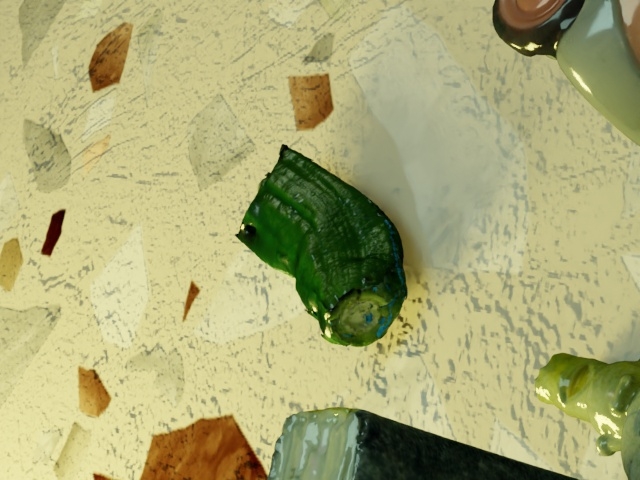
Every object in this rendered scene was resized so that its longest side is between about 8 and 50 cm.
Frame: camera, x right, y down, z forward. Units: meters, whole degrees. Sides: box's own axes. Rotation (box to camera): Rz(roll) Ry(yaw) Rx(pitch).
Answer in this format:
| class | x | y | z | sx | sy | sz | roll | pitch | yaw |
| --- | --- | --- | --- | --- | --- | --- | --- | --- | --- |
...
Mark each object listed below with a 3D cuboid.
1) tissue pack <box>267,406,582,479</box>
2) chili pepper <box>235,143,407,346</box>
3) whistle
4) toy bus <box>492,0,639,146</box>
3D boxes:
| class | x | y | z | sx | sy | sz | roll | pitch | yaw |
| --- | --- | --- | --- | --- | --- | --- | --- | --- | --- |
| tissue pack | 0.083 | 0.208 | 1.030 | 0.081 | 0.257 | 0.185 | -11 | 64 | 50 |
| chili pepper | 0.002 | 0.001 | 1.435 | 0.098 | 0.061 | 0.224 | -51 | 33 | 8 |
| whistle | 0.195 | 0.101 | 1.120 | 0.104 | 0.057 | 0.198 | -62 | 26 | -8 |
| toy bus | 0.228 | -0.188 | 1.114 | 0.232 | 0.194 | 0.287 | -32 | 47 | 26 |
